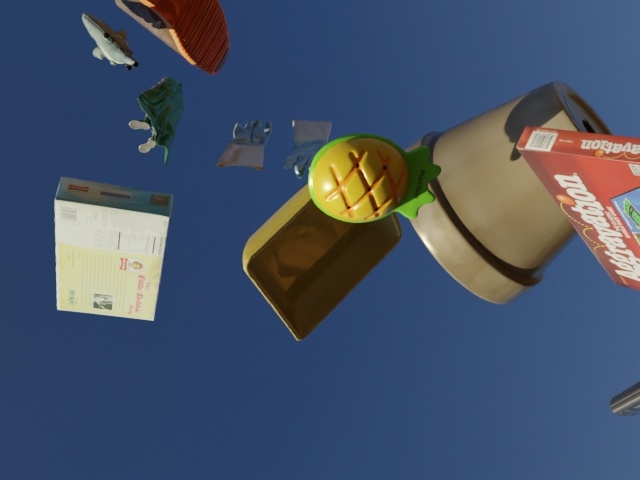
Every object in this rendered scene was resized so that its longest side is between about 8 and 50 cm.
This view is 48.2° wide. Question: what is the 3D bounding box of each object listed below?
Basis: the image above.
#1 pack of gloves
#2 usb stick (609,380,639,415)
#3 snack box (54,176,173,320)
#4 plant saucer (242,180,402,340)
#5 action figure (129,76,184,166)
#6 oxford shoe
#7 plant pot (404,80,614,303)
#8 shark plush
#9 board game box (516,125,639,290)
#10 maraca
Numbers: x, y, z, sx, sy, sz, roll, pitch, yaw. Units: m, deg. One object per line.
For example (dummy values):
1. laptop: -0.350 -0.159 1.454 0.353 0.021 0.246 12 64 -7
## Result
1. pack of gloves: -0.081 -0.171 1.375 0.232 0.195 0.046 -83 -5 -59
2. usb stick: 0.649 0.296 1.401 0.077 0.278 0.045 0 -116 -1
3. snack box: -0.379 0.028 1.301 0.187 0.322 0.060 9 -132 -13
4. plant saucer: 0.000 0.000 1.440 0.333 0.081 0.332 -45 -36 -12
5. action figure: -0.300 -0.250 1.360 0.232 0.064 0.137 -82 -17 -56
6. oxford shoe: -0.297 -0.451 1.368 0.130 0.133 0.363 -62 -31 -13
7. plant pot: 0.333 -0.099 1.180 0.323 0.280 0.323 31 -141 -28
8. shark plush: -0.371 -0.340 1.259 0.073 0.161 0.067 -31 -35 -2
9. board game box: 0.303 -0.011 0.665 0.281 0.145 0.027 38 -104 -41
10. maraca: 0.074 -0.083 0.981 0.186 0.099 0.127 3 -65 -13
